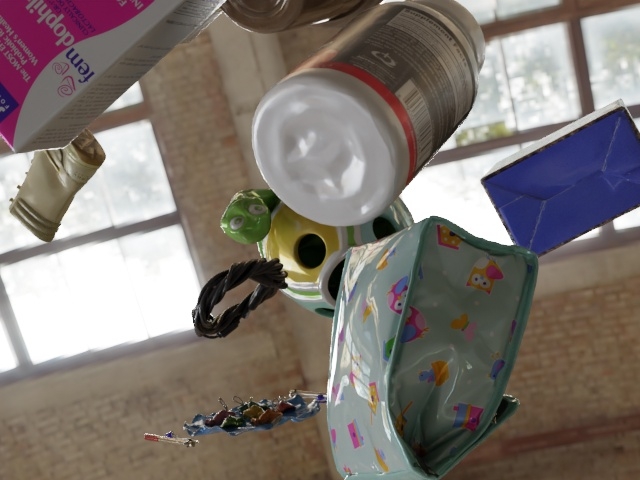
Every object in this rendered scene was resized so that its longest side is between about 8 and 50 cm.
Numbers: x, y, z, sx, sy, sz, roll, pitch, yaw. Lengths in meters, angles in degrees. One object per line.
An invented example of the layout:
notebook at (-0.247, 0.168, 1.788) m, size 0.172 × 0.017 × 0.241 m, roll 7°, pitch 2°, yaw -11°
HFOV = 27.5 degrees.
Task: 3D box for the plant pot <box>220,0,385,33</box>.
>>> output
plant pot at (-0.038, -0.398, 1.857) m, size 0.263 × 0.263 × 0.229 m, roll -2°, pitch -152°, yaw 29°

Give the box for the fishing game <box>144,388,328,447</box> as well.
fishing game at (-0.094, 0.228, 1.755) m, size 0.264 × 0.041 × 0.189 m, roll -11°, pitch -176°, yaw -33°

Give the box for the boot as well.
boot at (-0.494, -0.142, 2.332) m, size 0.095 × 0.203 × 0.262 m, roll 11°, pitch -150°, yaw -46°

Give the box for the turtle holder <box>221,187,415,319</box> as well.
turtle holder at (0.018, -0.007, 2.043) m, size 0.243 × 0.320 × 0.227 m, roll -36°, pitch -149°, yaw 5°

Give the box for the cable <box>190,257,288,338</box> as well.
cable at (-0.109, 0.078, 1.787) m, size 0.151 × 0.047 × 0.184 m, roll -28°, pitch 161°, yaw -12°

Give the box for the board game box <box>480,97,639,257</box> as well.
board game box at (0.386, -0.096, 1.981) m, size 0.232 × 0.141 × 0.291 m, roll -28°, pitch -179°, yaw 14°

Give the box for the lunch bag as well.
lunch bag at (0.099, 0.129, 1.353) m, size 0.160 × 0.262 × 0.223 m, roll 17°, pitch 164°, yaw -17°

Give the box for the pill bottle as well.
pill bottle at (0.071, -0.161, 1.459) m, size 0.176 × 0.176 × 0.318 m, roll -1°, pitch -152°, yaw 31°

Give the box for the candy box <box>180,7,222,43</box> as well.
candy box at (-0.267, -0.362, 1.814) m, size 0.087 × 0.183 × 0.316 m, roll -38°, pitch 179°, yaw 20°

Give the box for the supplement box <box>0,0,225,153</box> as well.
supplement box at (-0.199, -0.186, 1.127) m, size 0.220 × 0.111 × 0.114 m, roll -41°, pitch 179°, yaw 13°
